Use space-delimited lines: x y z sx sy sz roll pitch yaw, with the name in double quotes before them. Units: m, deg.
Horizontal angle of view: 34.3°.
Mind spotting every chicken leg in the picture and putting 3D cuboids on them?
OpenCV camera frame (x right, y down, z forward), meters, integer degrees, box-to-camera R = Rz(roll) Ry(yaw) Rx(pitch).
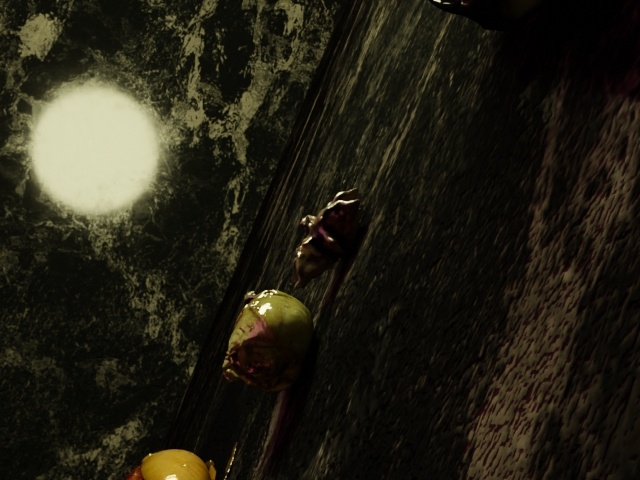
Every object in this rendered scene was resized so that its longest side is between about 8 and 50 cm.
"chicken leg" -0.057 0.101 1.081 0.228 0.088 0.103 -174 91 -81

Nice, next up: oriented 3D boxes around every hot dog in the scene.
"hot dog" -0.195 0.329 1.297 0.326 0.107 0.194 133 160 -68

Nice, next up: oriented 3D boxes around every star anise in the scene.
"star anise" 0.001 -0.005 1.082 0.124 0.056 0.129 -55 11 6

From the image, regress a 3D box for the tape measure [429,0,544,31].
"tape measure" 0.130 -0.218 0.620 0.207 0.115 0.235 -61 4 4
